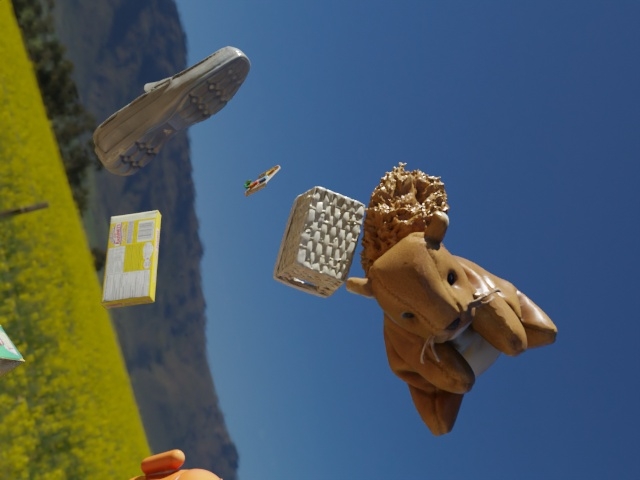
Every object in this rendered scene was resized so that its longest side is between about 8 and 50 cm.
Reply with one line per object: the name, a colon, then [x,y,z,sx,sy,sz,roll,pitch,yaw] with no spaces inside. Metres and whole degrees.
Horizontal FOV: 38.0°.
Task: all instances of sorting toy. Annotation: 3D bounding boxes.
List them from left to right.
sorting toy: [-0.113,-0.102,1.634,0.083,0.062,0.012,-24,-67,39]

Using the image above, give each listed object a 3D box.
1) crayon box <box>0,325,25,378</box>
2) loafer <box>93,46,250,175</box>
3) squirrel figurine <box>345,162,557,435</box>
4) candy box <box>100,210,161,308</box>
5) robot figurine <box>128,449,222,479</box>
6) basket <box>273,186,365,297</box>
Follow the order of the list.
crayon box: [-0.756,0.266,1.695,0.106,0.313,0.363,55,-3,10]
loafer: [-0.270,-0.246,1.647,0.111,0.319,0.112,56,2,25]
squirrel figurine: [0.161,0.071,1.539,0.370,0.281,0.397,41,16,-55]
candy box: [-0.378,0.036,1.863,0.027,0.105,0.206,64,21,-55]
robot figurine: [-0.226,0.417,1.411,0.128,0.219,0.158,50,37,-38]
basket: [0.000,0.000,1.624,0.103,0.113,0.167,141,-34,-64]
